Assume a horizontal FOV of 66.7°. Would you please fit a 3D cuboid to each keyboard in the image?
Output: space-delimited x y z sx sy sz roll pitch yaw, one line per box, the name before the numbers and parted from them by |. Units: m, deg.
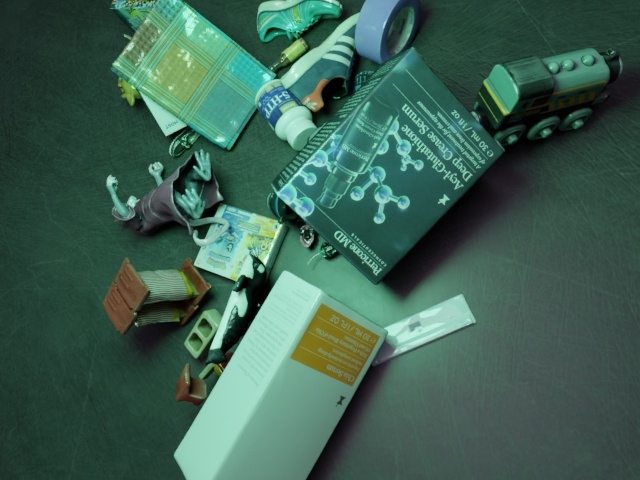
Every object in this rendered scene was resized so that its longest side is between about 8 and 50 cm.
keyboard | 0.222 0.207 1.117 0.256 0.014 0.072 -25 63 8

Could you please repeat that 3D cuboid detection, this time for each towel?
towel | -0.333 -0.457 1.334 0.271 0.370 0.040 -58 25 -5

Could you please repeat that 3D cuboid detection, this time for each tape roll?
tape roll | 0.176 -0.558 1.264 0.080 0.189 0.188 32 85 22

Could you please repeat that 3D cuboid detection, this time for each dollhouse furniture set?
dollhouse furniture set | -0.323 0.215 1.159 0.374 0.201 0.152 45 112 24

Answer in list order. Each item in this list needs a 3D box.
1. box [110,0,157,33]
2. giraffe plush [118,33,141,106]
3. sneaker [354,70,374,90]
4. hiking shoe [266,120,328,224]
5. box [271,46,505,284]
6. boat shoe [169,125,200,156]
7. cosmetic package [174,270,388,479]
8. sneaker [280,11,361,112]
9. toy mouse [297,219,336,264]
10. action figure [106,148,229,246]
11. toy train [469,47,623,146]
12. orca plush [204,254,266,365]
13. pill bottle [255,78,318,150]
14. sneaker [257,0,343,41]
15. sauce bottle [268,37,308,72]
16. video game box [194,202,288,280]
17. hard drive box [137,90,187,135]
box | -0.492 -0.641 1.473 0.159 0.233 0.044 10 78 19
giraffe plush | -0.538 -0.499 1.492 0.170 0.210 0.181 -48 24 25
sneaker | 0.181 -0.424 1.297 0.191 0.083 0.071 9 120 35
hiking shoe | -0.011 -0.168 1.225 0.304 0.113 0.132 -54 26 5
box | 0.132 -0.158 1.068 0.294 0.212 0.395 42 94 -14
boat shoe | -0.397 -0.297 1.444 0.038 0.046 0.125 33 77 28
cosmetic package | -0.078 0.322 1.033 0.162 0.230 0.452 23 81 55
sneaker | 0.050 -0.481 1.325 0.148 0.131 0.350 48 69 -14
toy mouse | 0.000 0.000 1.236 0.161 0.031 0.142 17 79 21
action figure | -0.420 -0.095 1.334 0.371 0.248 0.275 -23 104 35
toy train | 0.489 -0.318 1.061 0.334 0.190 0.142 -15 68 -12
orca plush | -0.168 0.166 1.132 0.102 0.151 0.287 19 41 -3
pill bottle | -0.088 -0.338 1.323 0.112 0.112 0.186 -37 67 4
sneaker | -0.061 -0.644 1.425 0.276 0.107 0.109 0 85 26
sauce bottle | -0.096 -0.539 1.423 0.128 0.042 0.042 -37 67 2
video game box | -0.212 0.014 1.291 0.205 0.048 0.186 17 82 21
hard drive box | -0.423 -0.441 1.377 0.181 0.232 0.089 -32 23 -11
